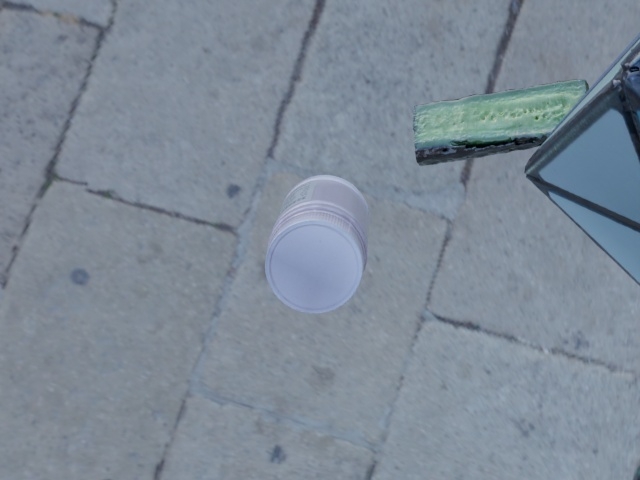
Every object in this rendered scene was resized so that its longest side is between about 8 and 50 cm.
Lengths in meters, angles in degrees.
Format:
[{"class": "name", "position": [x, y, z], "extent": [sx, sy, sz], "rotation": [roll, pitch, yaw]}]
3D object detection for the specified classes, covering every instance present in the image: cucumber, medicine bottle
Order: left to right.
[{"class": "medicine bottle", "position": [0.000, 0.000, 1.554], "extent": [0.133, 0.250, 0.133], "rotation": [1, 105, 2]}, {"class": "cucumber", "position": [0.218, -0.135, 1.397], "extent": [0.211, 0.062, 0.078], "rotation": [-6, 67, 17]}]

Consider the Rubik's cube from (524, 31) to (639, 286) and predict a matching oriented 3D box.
[{"class": "Rubik's cube", "position": [0.338, -0.082, 0.874], "extent": [0.248, 0.246, 0.250], "rotation": [43, 77, 5]}]
